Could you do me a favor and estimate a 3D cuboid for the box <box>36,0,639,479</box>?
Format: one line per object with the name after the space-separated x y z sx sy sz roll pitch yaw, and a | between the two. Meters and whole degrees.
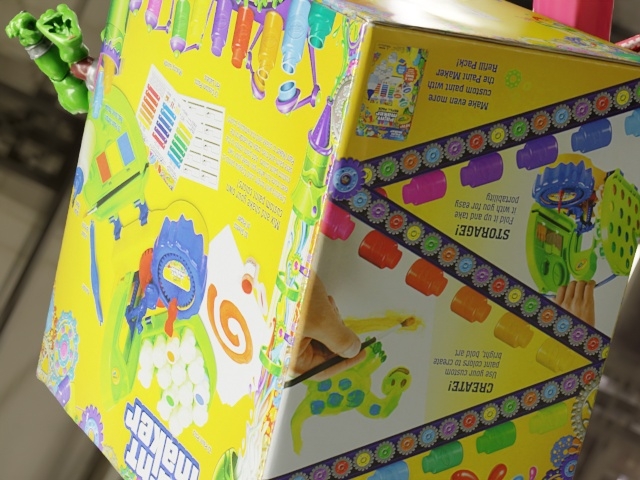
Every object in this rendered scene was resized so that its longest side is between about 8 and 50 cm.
0.000 0.000 0.976 0.177 0.290 0.279 6 -74 -29 | box

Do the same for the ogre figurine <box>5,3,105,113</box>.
-0.208 -0.167 1.860 0.097 0.197 0.118 -86 -12 -45 | ogre figurine

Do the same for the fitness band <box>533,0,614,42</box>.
0.209 -0.173 0.970 0.209 0.054 0.291 -19 -40 -15 | fitness band

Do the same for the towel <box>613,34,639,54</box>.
0.165 -0.083 1.374 0.199 0.031 0.275 -21 -9 -9 | towel
